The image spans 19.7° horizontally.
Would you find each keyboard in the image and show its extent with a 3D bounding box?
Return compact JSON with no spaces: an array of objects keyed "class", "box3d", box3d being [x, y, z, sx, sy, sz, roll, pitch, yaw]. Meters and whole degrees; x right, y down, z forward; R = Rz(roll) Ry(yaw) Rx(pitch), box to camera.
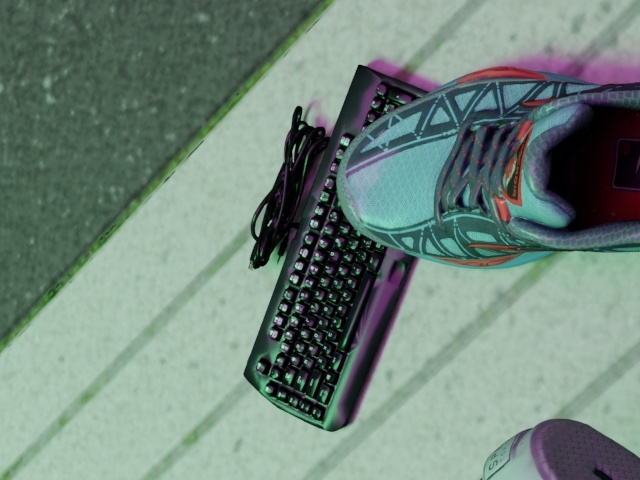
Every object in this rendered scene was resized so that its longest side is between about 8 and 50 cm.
[{"class":"keyboard","box3d":[0.000,0.000,0.994,0.100,0.038,0.192,25,98,31]}]

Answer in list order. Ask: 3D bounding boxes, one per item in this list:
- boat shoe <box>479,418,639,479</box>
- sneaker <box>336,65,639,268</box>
[{"class":"boat shoe","box3d":[0.178,0.213,0.706,0.335,0.121,0.119,43,120,20]},{"class":"sneaker","box3d":[0.110,-0.042,0.874,0.262,0.125,0.104,-4,86,32]}]
